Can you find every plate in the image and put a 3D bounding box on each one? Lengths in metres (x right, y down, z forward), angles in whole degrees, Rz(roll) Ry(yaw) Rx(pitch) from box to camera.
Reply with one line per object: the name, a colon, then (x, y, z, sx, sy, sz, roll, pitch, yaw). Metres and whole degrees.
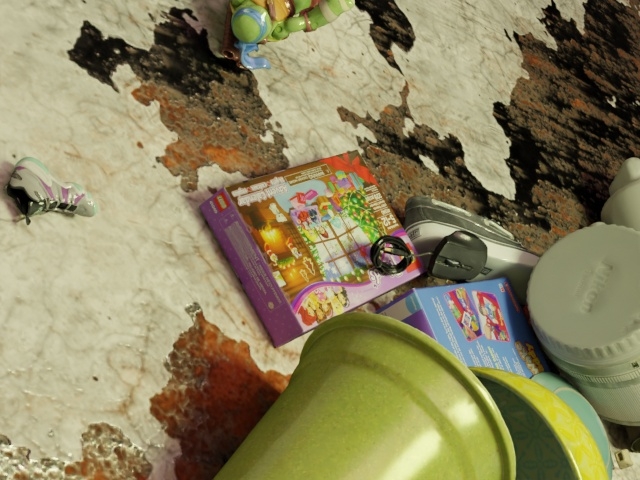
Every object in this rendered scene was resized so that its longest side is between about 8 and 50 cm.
plate: (0.347, 0.264, 1.427, 0.188, 0.024, 0.188, 27, 46, -32)

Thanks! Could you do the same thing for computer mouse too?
computer mouse: (0.153, 0.024, 1.400, 0.242, 0.071, 0.041, 1, 33, -46)

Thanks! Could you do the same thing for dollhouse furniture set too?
dollhouse furniture set: (0.417, 0.302, 1.565, 0.081, 0.091, 0.114, 35, 37, -47)

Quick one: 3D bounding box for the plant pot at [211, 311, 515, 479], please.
plant pot: (0.014, 0.255, 1.053, 0.276, 0.276, 0.254, 53, 50, -2)

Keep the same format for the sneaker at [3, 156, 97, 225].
sneaker: (-0.289, -0.038, 1.105, 0.098, 0.038, 0.069, 31, 45, -14)

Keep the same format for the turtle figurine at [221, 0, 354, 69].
turtle figurine: (-0.042, -0.386, 1.463, 0.266, 0.198, 0.274, -68, 158, -66)

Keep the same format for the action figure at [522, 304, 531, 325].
action figure: (0.348, 0.104, 1.674, 0.038, 0.030, 0.115, 53, 40, -10)

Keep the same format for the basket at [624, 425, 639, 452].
basket: (0.545, 0.212, 1.705, 0.204, 0.154, 0.226, 12, 51, -41)

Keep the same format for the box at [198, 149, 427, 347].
box: (0.000, 0.000, 1.359, 0.293, 0.057, 0.201, -22, 81, -52)

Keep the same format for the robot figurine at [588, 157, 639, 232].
robot figurine: (0.636, 0.016, 1.897, 0.300, 0.199, 0.353, -7, 61, -5)

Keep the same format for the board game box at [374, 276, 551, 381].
board game box: (0.235, 0.227, 1.420, 0.233, 0.078, 0.347, -3, 65, -48)

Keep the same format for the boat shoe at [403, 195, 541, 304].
boat shoe: (0.247, 0.012, 1.580, 0.301, 0.108, 0.102, 19, 51, -27)

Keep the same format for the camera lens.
camera lens: (0.438, 0.129, 1.525, 0.274, 0.219, 0.219, 47, 33, -46)

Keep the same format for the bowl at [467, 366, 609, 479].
bowl: (0.225, 0.277, 1.193, 0.156, 0.289, 0.289, -5, 67, -42)
